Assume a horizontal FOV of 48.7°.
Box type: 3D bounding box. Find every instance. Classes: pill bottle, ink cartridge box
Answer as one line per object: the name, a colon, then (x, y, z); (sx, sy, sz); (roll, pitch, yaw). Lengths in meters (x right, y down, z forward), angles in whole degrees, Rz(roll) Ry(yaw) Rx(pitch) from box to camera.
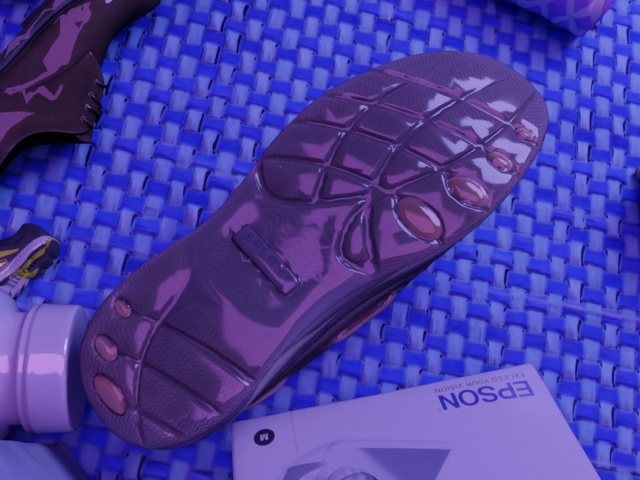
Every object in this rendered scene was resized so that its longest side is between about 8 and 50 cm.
pill bottle: (-0.244, 0.080, 0.443); (0.180, 0.108, 0.108); (1, 74, -8)
ink cartridge box: (0.063, 0.179, 0.410); (0.223, 0.045, 0.224); (-10, 35, -5)

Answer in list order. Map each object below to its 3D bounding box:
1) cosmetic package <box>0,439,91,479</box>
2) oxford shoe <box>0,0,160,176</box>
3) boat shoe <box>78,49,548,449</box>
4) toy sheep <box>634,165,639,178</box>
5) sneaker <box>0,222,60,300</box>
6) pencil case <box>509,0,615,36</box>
cosmetic package: (-0.277, 0.238, 0.301); (0.377, 0.284, 0.097); (-36, 83, -15)
oxford shoe: (-0.193, -0.122, 0.534); (0.096, 0.083, 0.227); (45, 73, -13)
boat shoe: (0.000, 0.000, 0.491); (0.355, 0.130, 0.132); (-36, 78, -10)
toy sheep: (0.306, -0.036, 0.556); (0.091, 0.132, 0.091); (-12, 111, -34)
sneaker: (-0.226, 0.021, 0.507); (0.083, 0.031, 0.035); (-39, 57, -11)
pencil case: (0.169, -0.257, 0.608); (0.206, 0.086, 0.088); (29, 87, 1)
